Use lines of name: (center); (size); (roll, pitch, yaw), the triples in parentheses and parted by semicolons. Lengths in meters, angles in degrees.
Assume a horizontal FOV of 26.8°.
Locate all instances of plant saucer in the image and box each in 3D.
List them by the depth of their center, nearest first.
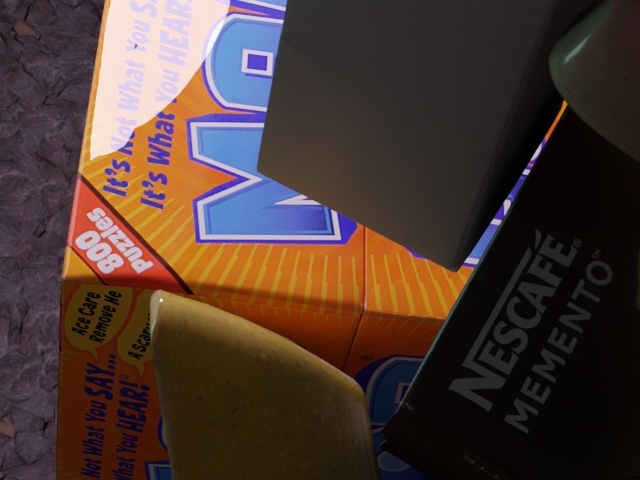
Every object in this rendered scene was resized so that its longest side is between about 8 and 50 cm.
plant saucer: (0.003, 0.196, 0.641); (0.333, 0.081, 0.332); (87, 173, -81)

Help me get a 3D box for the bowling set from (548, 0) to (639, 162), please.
bowling set: (0.222, -0.117, 0.421); (0.287, 0.154, 0.200); (-56, 12, -22)

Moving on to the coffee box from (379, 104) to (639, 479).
coffee box: (0.143, 0.006, 0.541); (0.246, 0.141, 0.098); (-58, -7, -16)

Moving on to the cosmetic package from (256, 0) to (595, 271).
cosmetic package: (0.059, -0.116, 0.491); (0.127, 0.107, 0.238); (-53, -17, -36)

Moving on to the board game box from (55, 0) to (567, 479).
board game box: (0.000, 0.000, 1.028); (0.356, 0.357, 0.356); (107, 168, -53)
